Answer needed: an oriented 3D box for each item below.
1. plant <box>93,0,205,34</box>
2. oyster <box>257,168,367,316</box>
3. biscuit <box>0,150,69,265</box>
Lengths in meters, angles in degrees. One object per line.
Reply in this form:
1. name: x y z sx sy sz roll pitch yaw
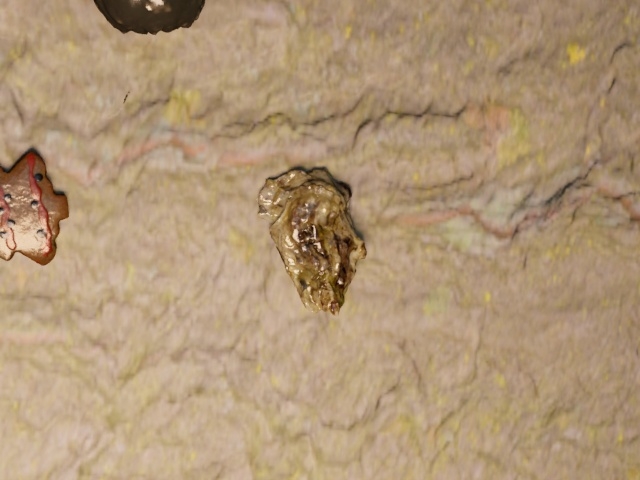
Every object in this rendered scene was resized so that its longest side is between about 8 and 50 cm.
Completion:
1. plant: -0.178 -0.325 1.028 0.142 0.164 0.256 -7 111 -8
2. oyster: 0.002 -0.001 1.167 0.108 0.053 0.165 -20 92 -23
3. biscuit: -0.324 -0.027 1.091 0.130 0.019 0.119 -9 96 -14
